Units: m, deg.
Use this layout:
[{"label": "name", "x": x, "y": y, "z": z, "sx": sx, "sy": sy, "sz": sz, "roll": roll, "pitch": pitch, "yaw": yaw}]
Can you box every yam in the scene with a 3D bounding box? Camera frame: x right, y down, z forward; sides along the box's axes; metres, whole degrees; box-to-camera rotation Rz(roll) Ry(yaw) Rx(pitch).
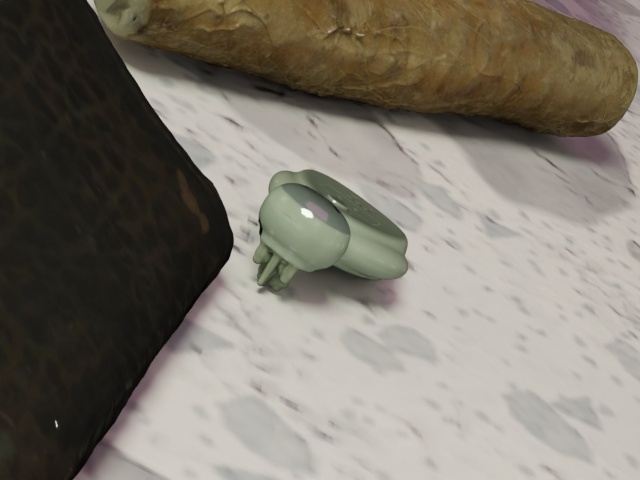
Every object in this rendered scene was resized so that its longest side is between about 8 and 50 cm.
[{"label": "yam", "x": 0.028, "y": -0.087, "z": 0.692, "sx": 0.299, "sy": 0.066, "sz": 0.066, "roll": 5, "pitch": 35, "yaw": -47}]

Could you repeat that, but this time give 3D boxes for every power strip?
[{"label": "power strip", "x": 0.000, "y": 0.000, "z": 0.537, "sx": 0.055, "sy": 0.035, "sz": 0.083, "roll": 38, "pitch": 11, "yaw": 12}]

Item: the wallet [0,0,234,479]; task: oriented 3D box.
[{"label": "wallet", "x": -0.108, "y": -0.007, "z": 0.343, "sx": 0.170, "sy": 0.044, "sz": 0.321, "roll": 55, "pitch": 20, "yaw": -11}]
